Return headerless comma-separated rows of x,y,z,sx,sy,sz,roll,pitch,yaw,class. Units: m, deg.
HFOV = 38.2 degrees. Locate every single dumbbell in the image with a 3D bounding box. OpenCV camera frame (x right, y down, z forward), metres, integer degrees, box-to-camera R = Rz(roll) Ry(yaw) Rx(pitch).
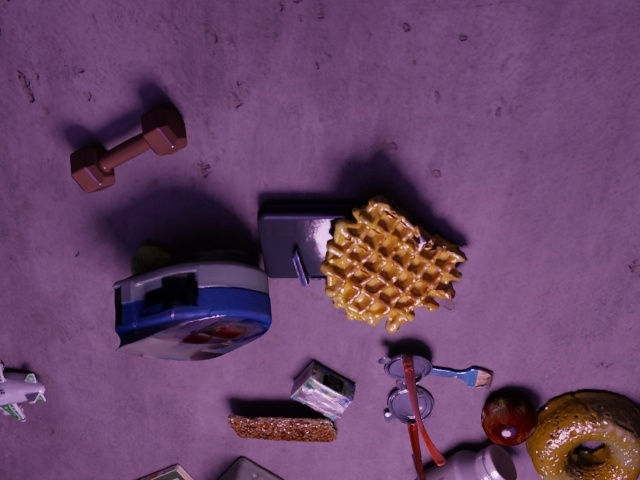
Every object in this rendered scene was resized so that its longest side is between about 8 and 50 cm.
-0.350,-0.163,1.673,0.230,0.092,0.082,-24,88,24,dumbbell

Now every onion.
0.391,0.375,1.911,0.117,0.119,0.119,-30,115,21,onion

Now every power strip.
-0.199,0.642,2.169,0.139,0.140,0.224,33,124,-14,power strip

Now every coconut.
-0.331,0.051,1.818,0.087,0.088,0.096,26,153,-9,coconut

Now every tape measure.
-0.227,0.122,1.753,0.262,0.138,0.259,-25,157,29,tape measure

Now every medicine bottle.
0.316,0.531,2.010,0.135,0.135,0.215,41,120,-18,medicine bottle

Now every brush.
0.275,0.278,1.917,0.164,0.014,0.051,8,124,5,brush

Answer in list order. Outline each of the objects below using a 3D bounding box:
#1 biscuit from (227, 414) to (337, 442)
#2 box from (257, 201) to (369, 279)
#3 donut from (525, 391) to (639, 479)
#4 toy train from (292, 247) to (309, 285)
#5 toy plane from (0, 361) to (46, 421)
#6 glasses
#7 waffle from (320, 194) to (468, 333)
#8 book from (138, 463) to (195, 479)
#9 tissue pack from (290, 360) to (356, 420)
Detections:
-0.081,0.416,2.029,0.230,0.025,0.131,0,152,12,biscuit
0.000,0.000,1.748,0.230,0.050,0.160,0,124,9,box
0.562,0.442,1.930,0.272,0.107,0.272,4,123,5,donut
-0.039,0.050,1.747,0.017,0.017,0.083,-4,125,20,toy train
-0.701,0.338,2.077,0.173,0.080,0.174,6,126,8,toy plane
0.184,0.383,1.853,0.118,0.268,0.234,-5,132,2,glasses
0.135,0.040,1.703,0.283,0.065,0.310,-12,128,-9,waffle
-0.392,0.661,2.280,0.264,0.027,0.202,-27,117,23,book
0.004,0.326,1.953,0.111,0.079,0.085,32,124,-12,tissue pack
